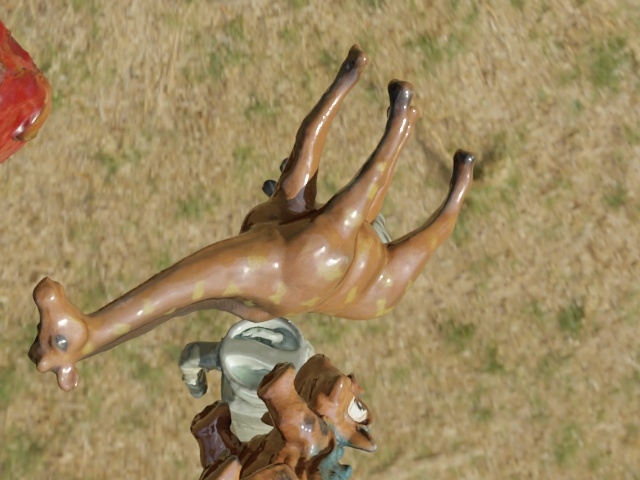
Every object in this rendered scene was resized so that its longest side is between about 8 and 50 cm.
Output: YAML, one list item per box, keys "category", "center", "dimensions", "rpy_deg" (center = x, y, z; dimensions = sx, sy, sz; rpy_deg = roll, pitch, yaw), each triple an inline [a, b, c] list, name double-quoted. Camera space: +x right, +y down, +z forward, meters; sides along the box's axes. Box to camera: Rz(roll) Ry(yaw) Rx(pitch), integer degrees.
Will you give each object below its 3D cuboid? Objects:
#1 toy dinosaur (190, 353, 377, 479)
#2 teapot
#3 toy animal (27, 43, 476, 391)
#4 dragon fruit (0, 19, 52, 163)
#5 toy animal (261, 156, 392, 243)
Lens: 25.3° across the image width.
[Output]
- category: "toy dinosaur"
  center: [-0.018, 0.078, 0.390]
  dimensions: [0.049, 0.154, 0.055]
  rpy_deg: [-29, 109, 34]
- category: "teapot"
  center: [-0.053, 0.127, 1.149]
  dimensions: [0.107, 0.077, 0.200]
  rpy_deg: [7, 152, 7]
- category: "toy animal"
  center: [-0.028, 0.002, 0.745]
  dimensions: [0.229, 0.066, 0.224]
  rpy_deg: [-56, 140, -4]
- category: "dragon fruit"
  center: [-0.430, -0.098, 1.603]
  dimensions: [0.286, 0.228, 0.329]
  rpy_deg: [46, 66, -47]
- category: "toy animal"
  center: [-0.010, -0.014, 1.583]
  dimensions: [0.255, 0.170, 0.090]
  rpy_deg: [-1, 142, -49]
